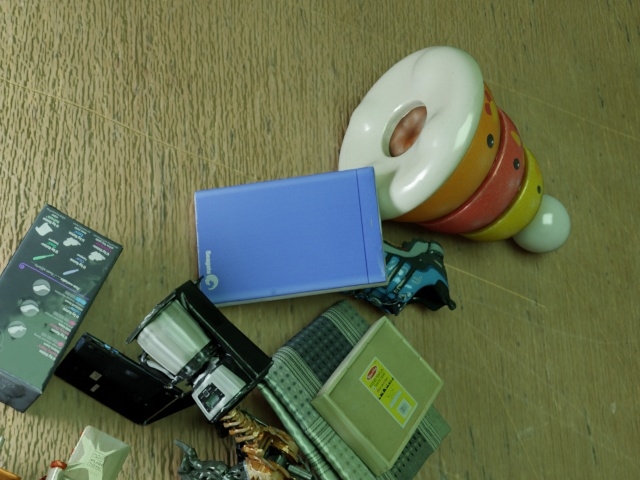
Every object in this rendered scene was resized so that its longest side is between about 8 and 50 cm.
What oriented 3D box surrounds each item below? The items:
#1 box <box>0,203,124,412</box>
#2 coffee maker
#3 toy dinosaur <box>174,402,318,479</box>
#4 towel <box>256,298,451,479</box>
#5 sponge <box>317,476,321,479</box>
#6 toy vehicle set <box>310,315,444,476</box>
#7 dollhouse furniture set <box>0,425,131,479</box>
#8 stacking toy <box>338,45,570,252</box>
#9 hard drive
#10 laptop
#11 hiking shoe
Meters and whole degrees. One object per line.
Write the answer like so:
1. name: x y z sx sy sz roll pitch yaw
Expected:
1. box: -0.443 0.106 1.752 0.143 0.165 0.270 31 61 -12
2. coffee maker: -0.158 0.149 1.619 0.178 0.120 0.171 45 52 2
3. toy dinosaur: -0.099 0.336 1.782 0.164 0.218 0.322 -43 134 -45
4. towel: 0.058 0.287 1.935 0.324 0.056 0.312 51 37 2
5. sponge: 0.085 0.462 1.921 0.210 0.031 0.117 51 46 2
6. toy vehicle set: 0.104 0.259 1.929 0.166 0.035 0.267 49 37 -3
7. dollhouse furniture set: -0.359 0.360 1.639 0.262 0.259 0.135 30 65 -13
8. stacking toy: 0.304 -0.117 2.145 0.480 0.351 0.350 29 60 -32
9. hard drive: -0.054 -0.005 1.950 0.319 0.040 0.210 -8 71 7
10. laptop: -0.250 0.196 1.766 0.264 0.234 0.136 33 60 -9
11. hiking shoe: 0.108 0.071 2.037 0.304 0.113 0.132 -4 61 -26
